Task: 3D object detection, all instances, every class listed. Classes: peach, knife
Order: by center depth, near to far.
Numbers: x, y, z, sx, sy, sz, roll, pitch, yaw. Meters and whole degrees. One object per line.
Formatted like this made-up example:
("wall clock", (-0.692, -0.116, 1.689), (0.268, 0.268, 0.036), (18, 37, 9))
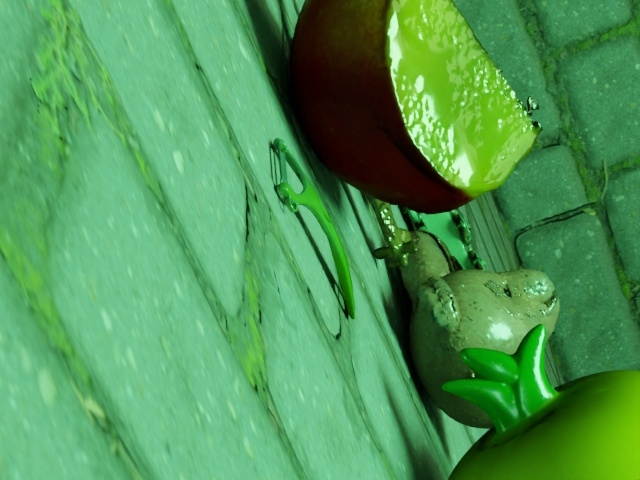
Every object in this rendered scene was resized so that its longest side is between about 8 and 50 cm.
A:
("knife", (0.002, -0.001, 1.214), (0.078, 0.022, 0.166), (-89, 157, -51))
("peach", (0.051, -0.134, 1.342), (0.267, 0.158, 0.154), (52, 50, -33))

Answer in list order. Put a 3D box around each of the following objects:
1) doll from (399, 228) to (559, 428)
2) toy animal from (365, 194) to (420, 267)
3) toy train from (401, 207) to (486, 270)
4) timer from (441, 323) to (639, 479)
("doll", (0.161, 0.066, 1.584), (0.201, 0.156, 0.303), (60, 9, -22))
("toy animal", (0.040, -0.110, 1.477), (0.149, 0.054, 0.276), (3, 76, -59))
("toy train", (0.147, 0.001, 1.867), (0.118, 0.074, 0.176), (70, -3, -81))
("timer", (0.205, 0.194, 1.298), (0.285, 0.285, 0.285), (-19, 90, -80))
